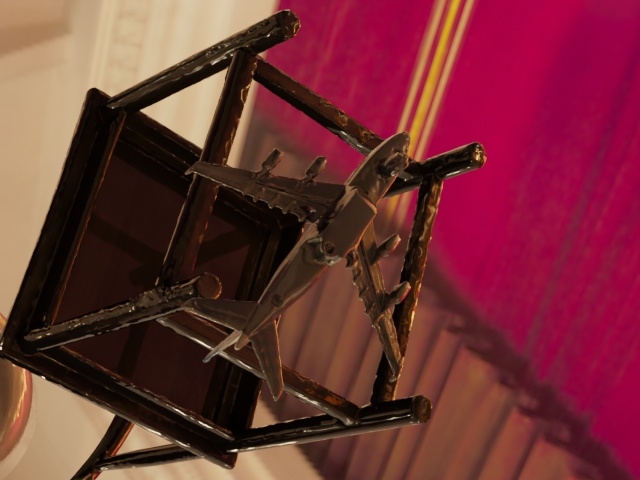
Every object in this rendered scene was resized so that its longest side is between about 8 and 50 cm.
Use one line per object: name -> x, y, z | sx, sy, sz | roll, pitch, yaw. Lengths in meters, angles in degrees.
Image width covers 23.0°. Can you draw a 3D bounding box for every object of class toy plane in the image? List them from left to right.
toy plane -> 0.001, 0.000, 0.408 | 0.078, 0.024, 0.084 | 46, -109, -13

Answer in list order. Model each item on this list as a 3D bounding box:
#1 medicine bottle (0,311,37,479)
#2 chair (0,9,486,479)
medicine bottle -> -0.246, 0.102, 0.996 | 0.131, 0.250, 0.131 | 1, -99, -8
chair -> -0.065, 0.017, 0.738 | 0.141, 0.260, 0.154 | 32, -122, -30
